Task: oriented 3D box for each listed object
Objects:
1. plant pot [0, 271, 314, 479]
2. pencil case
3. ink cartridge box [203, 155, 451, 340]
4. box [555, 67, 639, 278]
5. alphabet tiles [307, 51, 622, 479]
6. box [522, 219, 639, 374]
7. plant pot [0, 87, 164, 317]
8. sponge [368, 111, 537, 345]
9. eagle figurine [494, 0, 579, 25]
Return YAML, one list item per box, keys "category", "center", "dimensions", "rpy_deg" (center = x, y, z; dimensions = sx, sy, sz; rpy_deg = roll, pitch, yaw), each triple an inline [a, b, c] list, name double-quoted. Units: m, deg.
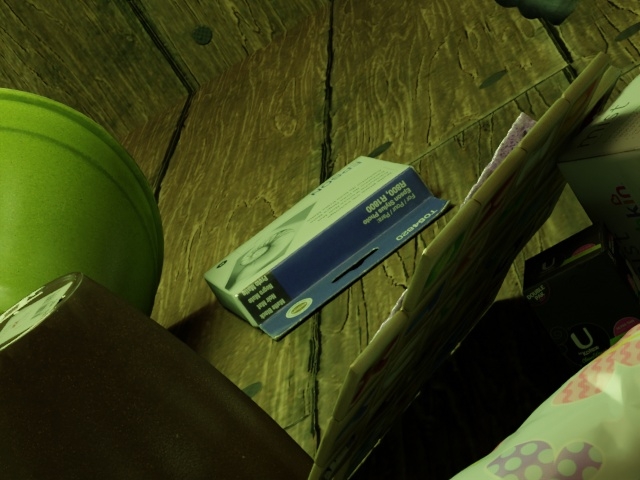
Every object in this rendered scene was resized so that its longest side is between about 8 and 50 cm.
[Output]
- category: "plant pot"
  center: [-0.144, 0.143, 1.179]
  dimensions: [0.215, 0.230, 0.215]
  rpy_deg: [-32, 15, 10]
- category: "pencil case"
  center: [0.129, 0.138, 0.838]
  dimensions: [0.273, 0.113, 0.124]
  rpy_deg: [-37, 5, -12]
- category: "ink cartridge box"
  center: [0.000, 0.000, 1.664]
  dimensions: [0.223, 0.045, 0.224]
  rpy_deg: [-37, 16, -10]
- category: "box"
  center: [0.328, -0.094, 1.104]
  dimensions: [0.262, 0.127, 0.231]
  rpy_deg: [-43, 16, -26]
- category: "alphabet tiles"
  center: [0.099, 0.027, 1.139]
  dimensions: [0.342, 0.011, 0.285]
  rpy_deg: [-46, -16, -36]
- category: "box"
  center: [0.178, 0.042, 1.086]
  dimensions: [0.062, 0.083, 0.052]
  rpy_deg: [-29, 16, 20]
- category: "plant pot"
  center: [-0.325, 0.089, 1.592]
  dimensions: [0.366, 0.366, 0.353]
  rpy_deg: [-32, 27, 8]
- category: "sponge"
  center: [0.106, 0.010, 1.221]
  dimensions: [0.210, 0.031, 0.117]
  rpy_deg: [-56, -12, 2]
- category: "eagle figurine"
  center: [0.250, -0.238, 1.127]
  dimensions: [0.225, 0.226, 0.298]
  rpy_deg: [-55, 23, -3]
